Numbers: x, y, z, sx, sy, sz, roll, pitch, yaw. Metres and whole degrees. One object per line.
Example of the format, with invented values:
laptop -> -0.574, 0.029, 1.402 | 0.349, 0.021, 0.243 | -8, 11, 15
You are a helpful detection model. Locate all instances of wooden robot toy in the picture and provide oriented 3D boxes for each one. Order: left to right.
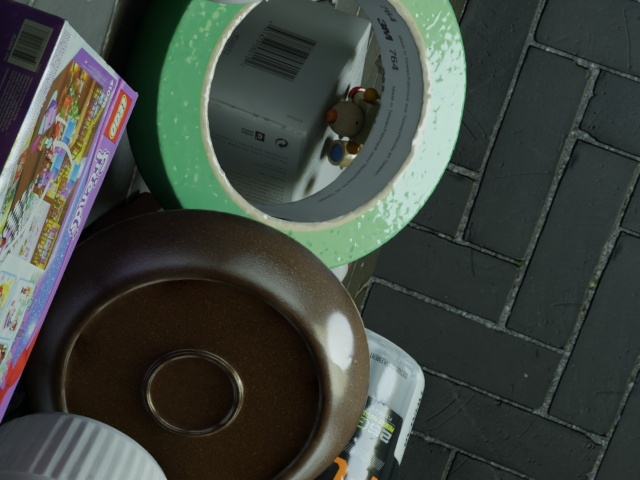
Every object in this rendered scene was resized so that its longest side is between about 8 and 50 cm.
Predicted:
wooden robot toy -> 0.029, -0.115, 1.439 | 0.079, 0.076, 0.173 | 4, 110, -41

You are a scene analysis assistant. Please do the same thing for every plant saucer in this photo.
plant saucer -> -0.111, 0.124, 1.258 | 0.050, 0.310, 0.310 | -90, -165, -65

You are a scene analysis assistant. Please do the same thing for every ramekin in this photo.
ramekin -> -0.222, 0.242, 1.233 | 0.109, 0.207, 0.207 | -69, 174, -48

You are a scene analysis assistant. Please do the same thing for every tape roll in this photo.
tape roll -> -0.017, -0.132, 1.312 | 0.077, 0.321, 0.321 | 27, -82, 57

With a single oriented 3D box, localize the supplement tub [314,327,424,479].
supplement tub -> -0.033, 0.260, 1.510 | 0.207, 0.207, 0.338 | 88, 21, -68

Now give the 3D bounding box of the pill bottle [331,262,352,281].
pill bottle -> 0.000, 0.000, 2.205 | 0.121, 0.121, 0.216 | 101, 13, -47

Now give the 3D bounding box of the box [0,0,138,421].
box -> -0.235, -0.008, 1.043 | 0.201, 0.057, 0.293 | 53, 59, -78

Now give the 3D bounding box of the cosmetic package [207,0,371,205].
cosmetic package -> -0.063, -0.073, 1.579 | 0.365, 0.155, 0.197 | 101, 13, -49

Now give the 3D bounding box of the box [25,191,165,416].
box -> -0.194, 0.165, 1.419 | 0.191, 0.143, 0.381 | -50, 157, -65

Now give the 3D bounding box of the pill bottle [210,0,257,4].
pill bottle -> -0.073, -0.296, 1.061 | 0.264, 0.146, 0.146 | 85, 28, -71
